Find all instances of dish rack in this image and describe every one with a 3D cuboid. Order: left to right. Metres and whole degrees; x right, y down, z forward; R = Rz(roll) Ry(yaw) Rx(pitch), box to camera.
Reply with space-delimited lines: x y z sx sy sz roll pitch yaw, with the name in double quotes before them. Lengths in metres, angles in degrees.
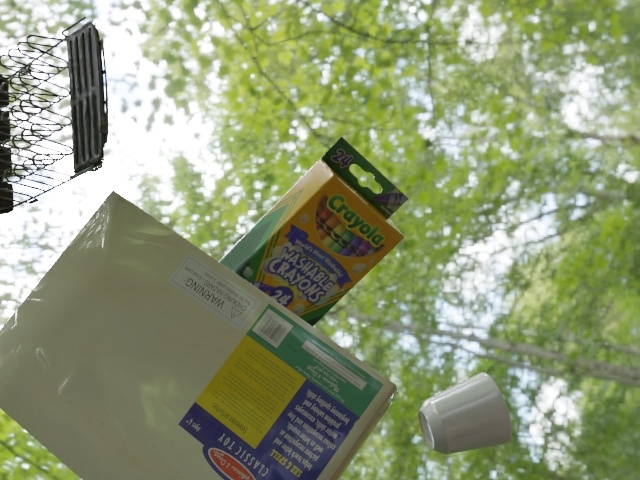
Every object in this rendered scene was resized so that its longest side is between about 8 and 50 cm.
"dish rack" -0.357 -0.151 0.991 0.074 0.272 0.208 4 -105 -49

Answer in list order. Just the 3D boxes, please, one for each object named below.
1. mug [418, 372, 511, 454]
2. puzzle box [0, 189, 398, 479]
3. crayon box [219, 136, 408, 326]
"mug" 0.118 0.154 0.686 0.064 0.078 0.062 -16 -118 -12
"puzzle box" -0.156 0.157 0.877 0.272 0.409 0.052 -53 -19 -11
"crayon box" 0.000 0.000 1.450 0.323 0.083 0.203 -46 -57 9
